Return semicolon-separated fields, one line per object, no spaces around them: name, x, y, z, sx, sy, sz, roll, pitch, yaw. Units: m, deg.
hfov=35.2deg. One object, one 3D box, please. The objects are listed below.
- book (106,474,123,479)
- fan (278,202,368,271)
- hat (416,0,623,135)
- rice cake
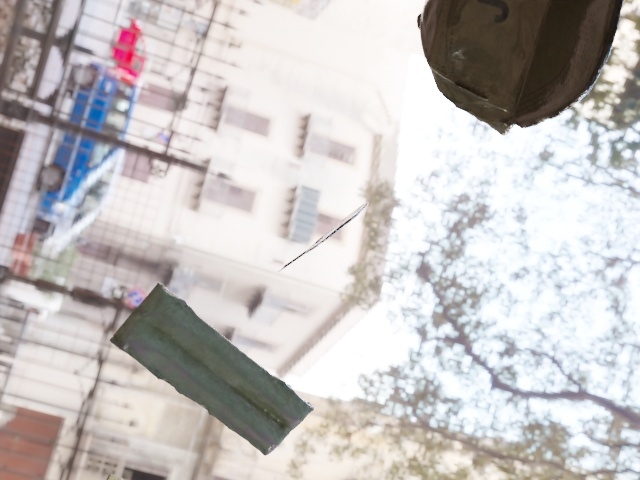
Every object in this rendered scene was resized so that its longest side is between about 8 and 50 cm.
book;-0.322;0.454;1.270;0.264;0.027;0.202;-61;-166;24
fan;0.003;-0.002;0.692;0.080;0.003;0.060;-39;-178;-3
hat;0.165;-0.212;0.809;0.245;0.149;0.214;89;25;-83
rice cake;-0.115;0.145;1.106;0.085;0.226;0.040;-51;-166;-5
